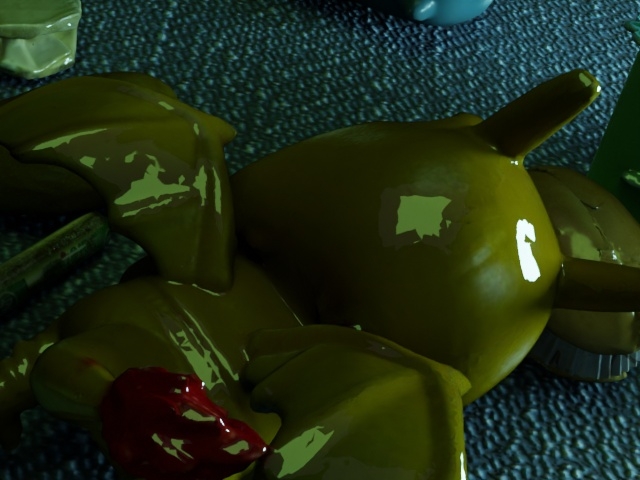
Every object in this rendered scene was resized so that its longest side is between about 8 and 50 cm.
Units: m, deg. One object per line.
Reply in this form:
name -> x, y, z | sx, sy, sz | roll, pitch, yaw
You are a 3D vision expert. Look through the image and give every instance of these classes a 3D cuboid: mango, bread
mango -> -0.219, -0.077, 0.966 | 0.227, 0.099, 0.136 | -6, 38, -8
bread -> 0.191, 0.004, 0.901 | 0.114, 0.077, 0.189 | -19, 52, -12

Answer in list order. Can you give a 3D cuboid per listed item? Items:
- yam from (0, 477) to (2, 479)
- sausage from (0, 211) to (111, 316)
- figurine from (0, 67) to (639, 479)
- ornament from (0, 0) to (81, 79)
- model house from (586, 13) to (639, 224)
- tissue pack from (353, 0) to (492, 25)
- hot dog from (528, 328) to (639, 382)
yam -> -0.223, 0.157, 0.707 | 0.078, 0.078, 0.179 | -22, 51, -35
sausage -> -0.241, 0.043, 0.867 | 0.033, 0.033, 0.269 | 31, 43, 20
figurine -> -0.004, 0.061, 0.736 | 0.387, 0.268, 0.401 | -28, 42, -21
ornament -> -0.301, -0.236, 1.161 | 0.201, 0.059, 0.180 | 30, 40, 21
model house -> 0.424, -0.076, 1.093 | 0.357, 0.242, 0.313 | 22, 24, 13
tissue pack -> 0.070, -0.355, 1.285 | 0.287, 0.198, 0.206 | 26, 40, 12
hot dog -> 0.168, 0.018, 0.985 | 0.131, 0.069, 0.252 | -29, 52, -28
